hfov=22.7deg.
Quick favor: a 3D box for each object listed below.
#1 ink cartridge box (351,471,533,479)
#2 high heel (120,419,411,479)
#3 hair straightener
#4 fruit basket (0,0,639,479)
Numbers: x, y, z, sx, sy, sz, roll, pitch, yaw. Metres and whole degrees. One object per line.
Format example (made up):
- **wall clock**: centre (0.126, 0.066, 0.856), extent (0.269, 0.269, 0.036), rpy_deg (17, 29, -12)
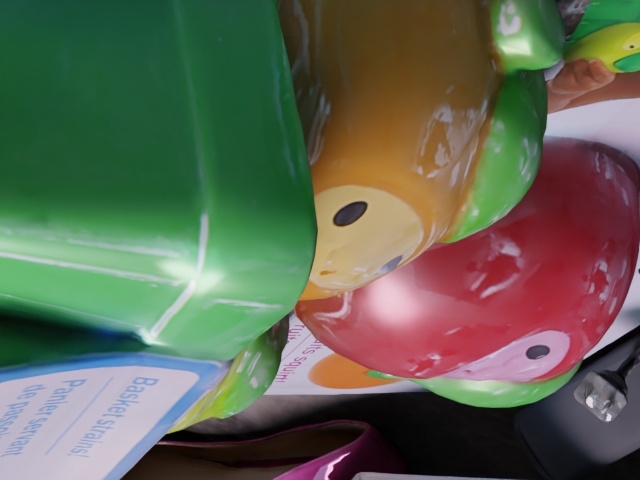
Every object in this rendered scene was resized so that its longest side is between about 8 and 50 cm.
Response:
- **ink cartridge box**: centre (0.093, 0.161, 0.735), extent (0.223, 0.045, 0.223), rpy_deg (3, 154, -14)
- **high heel**: centre (-0.066, 0.121, 0.844), extent (0.244, 0.082, 0.117), rpy_deg (11, 137, 27)
- **hair straightener**: centre (0.141, 0.050, 0.592), extent (0.047, 0.089, 0.230), rpy_deg (59, 146, 4)
- **fruit basket**: centre (0.000, 0.000, 0.467), extent (0.353, 0.166, 0.327), rpy_deg (8, 151, -25)
